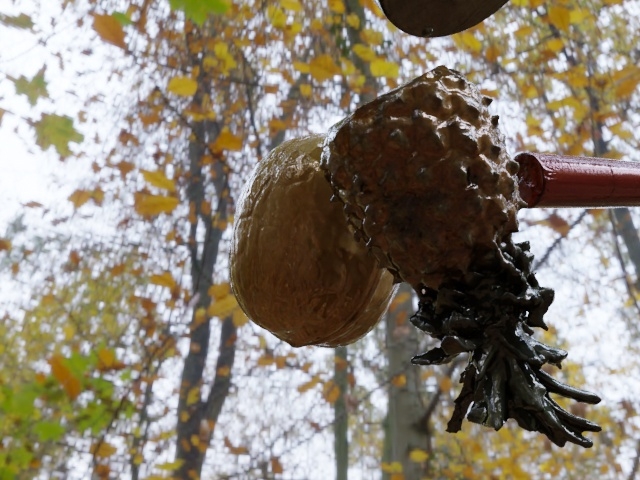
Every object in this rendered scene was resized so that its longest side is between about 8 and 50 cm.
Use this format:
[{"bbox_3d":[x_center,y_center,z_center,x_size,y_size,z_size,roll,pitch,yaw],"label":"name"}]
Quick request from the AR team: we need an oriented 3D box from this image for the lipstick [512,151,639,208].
[{"bbox_3d":[0.354,-0.076,1.310,0.280,0.073,0.073,0,-42,-39],"label":"lipstick"}]

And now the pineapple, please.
[{"bbox_3d":[0.129,0.026,0.853,0.169,0.169,0.340,-30,-98,24],"label":"pineapple"}]

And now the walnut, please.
[{"bbox_3d":[0.000,0.000,1.026,0.193,0.225,0.193,14,-21,5],"label":"walnut"}]

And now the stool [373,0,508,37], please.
[{"bbox_3d":[0.077,-0.344,0.965,0.179,0.264,0.179,-19,-36,-15],"label":"stool"}]
